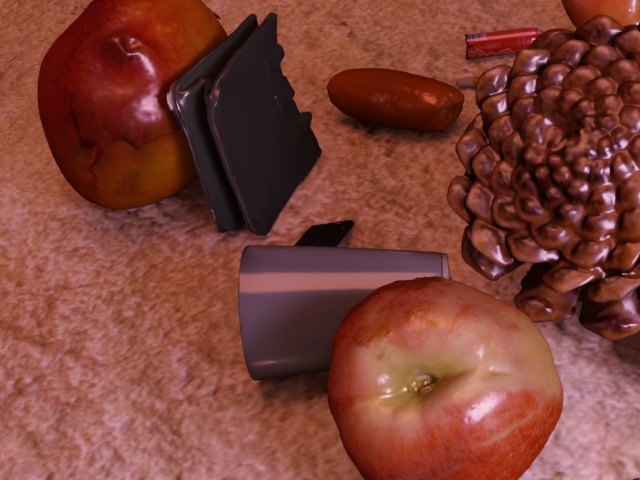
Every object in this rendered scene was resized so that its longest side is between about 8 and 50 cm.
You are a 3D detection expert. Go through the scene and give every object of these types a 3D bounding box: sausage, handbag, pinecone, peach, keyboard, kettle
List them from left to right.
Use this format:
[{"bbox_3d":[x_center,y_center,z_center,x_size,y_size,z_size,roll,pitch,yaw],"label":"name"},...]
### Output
[{"bbox_3d":[-0.268,-0.218,1.778,0.372,0.290,0.372,-47,8,9],"label":"peach"},{"bbox_3d":[-0.099,-0.167,1.709,0.079,0.247,0.260,1,37,26],"label":"handbag"},{"bbox_3d":[0.000,0.000,1.573,0.067,0.011,0.202,-8,11,12],"label":"keyboard"},{"bbox_3d":[0.038,0.076,1.422,0.243,0.159,0.210,-3,5,5],"label":"kettle"},{"bbox_3d":[0.111,-0.221,1.854,0.238,0.098,0.098,17,45,36],"label":"sausage"},{"bbox_3d":[0.128,0.152,1.194,0.232,0.257,0.232,-4,78,18],"label":"peach"},{"bbox_3d":[0.313,-0.330,1.983,0.145,0.050,0.048,-5,61,11],"label":"sausage"},{"bbox_3d":[0.346,-0.053,1.333,0.384,0.384,0.384,-10,34,7],"label":"pinecone"}]

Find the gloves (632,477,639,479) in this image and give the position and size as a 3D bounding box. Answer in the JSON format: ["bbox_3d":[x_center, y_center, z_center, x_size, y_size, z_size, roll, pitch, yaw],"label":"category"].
[{"bbox_3d":[0.307,0.254,1.139,0.086,0.026,0.064,-11,32,13],"label":"gloves"}]

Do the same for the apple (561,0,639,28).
[{"bbox_3d":[0.496,-0.391,1.831,0.242,0.242,0.241,-13,31,2],"label":"apple"}]

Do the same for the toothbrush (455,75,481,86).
[{"bbox_3d":[0.345,-0.259,1.856,0.288,0.024,0.021,-4,-2,31],"label":"toothbrush"}]
